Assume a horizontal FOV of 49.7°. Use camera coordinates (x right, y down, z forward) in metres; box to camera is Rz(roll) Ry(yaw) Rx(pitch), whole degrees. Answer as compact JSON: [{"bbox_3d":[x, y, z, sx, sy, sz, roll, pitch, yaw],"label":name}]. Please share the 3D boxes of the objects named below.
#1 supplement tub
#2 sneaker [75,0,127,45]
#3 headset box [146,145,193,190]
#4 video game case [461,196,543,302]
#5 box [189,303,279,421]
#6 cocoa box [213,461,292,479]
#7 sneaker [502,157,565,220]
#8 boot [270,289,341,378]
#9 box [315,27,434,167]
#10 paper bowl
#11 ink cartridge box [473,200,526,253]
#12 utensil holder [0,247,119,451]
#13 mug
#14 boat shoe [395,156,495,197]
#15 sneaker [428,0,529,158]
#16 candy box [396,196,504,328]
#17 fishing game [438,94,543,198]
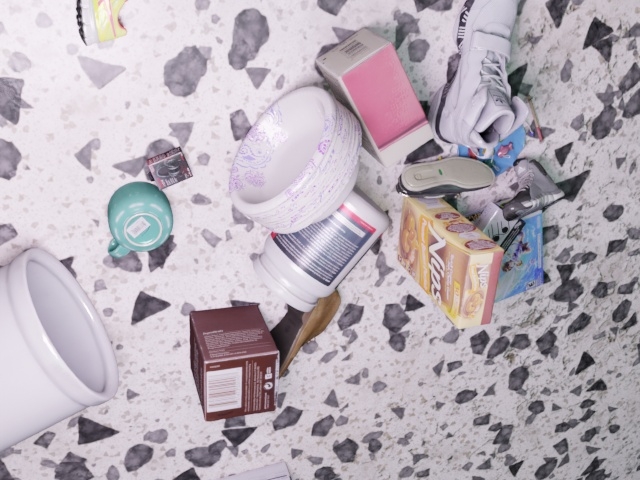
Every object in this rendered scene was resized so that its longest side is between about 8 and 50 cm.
[{"bbox_3d":[0.000,0.000,1.507,0.191,0.191,0.272,34,101,-32],"label":"supplement tub"},{"bbox_3d":[-0.377,-0.446,1.200,0.094,0.081,0.209,-9,127,-24],"label":"sneaker"},{"bbox_3d":[-0.311,-0.145,1.408,0.083,0.032,0.062,-24,123,-9],"label":"headset box"},{"bbox_3d":[0.450,0.036,1.773,0.244,0.061,0.270,-19,122,-9],"label":"video game case"},{"bbox_3d":[-0.200,0.273,1.574,0.166,0.203,0.169,-6,119,-18],"label":"box"},{"bbox_3d":[-0.159,0.826,1.875,0.231,0.228,0.347,-12,120,-14],"label":"cocoa box"},{"bbox_3d":[0.475,-0.127,1.630,0.228,0.132,0.086,-15,165,-44],"label":"sneaker"},{"bbox_3d":[-0.052,0.236,1.675,0.115,0.112,0.305,19,107,-39],"label":"boot"},{"bbox_3d":[0.113,-0.292,1.416,0.126,0.149,0.232,-34,124,-1],"label":"box"},{"bbox_3d":[-0.036,-0.146,1.360,0.148,0.284,0.284,34,102,-35],"label":"paper bowl"},{"bbox_3d":[0.397,0.016,1.678,0.097,0.046,0.207,25,106,-27],"label":"ink cartridge box"},{"bbox_3d":[-0.642,0.247,1.327,0.385,0.328,0.328,-28,123,-3],"label":"utensil holder"},{"bbox_3d":[-0.366,-0.030,1.410,0.129,0.097,0.158,-2,117,-20],"label":"mug"},{"bbox_3d":[0.289,-0.140,1.604,0.232,0.084,0.079,-6,156,-12],"label":"boat shoe"},{"bbox_3d":[0.357,-0.351,1.438,0.137,0.210,0.366,7,114,-24],"label":"sneaker"},{"bbox_3d":[0.280,0.034,1.556,0.087,0.316,0.183,-7,119,-17],"label":"candy box"},{"bbox_3d":[0.408,-0.223,1.630,0.264,0.041,0.189,-32,126,-2],"label":"fishing game"}]
